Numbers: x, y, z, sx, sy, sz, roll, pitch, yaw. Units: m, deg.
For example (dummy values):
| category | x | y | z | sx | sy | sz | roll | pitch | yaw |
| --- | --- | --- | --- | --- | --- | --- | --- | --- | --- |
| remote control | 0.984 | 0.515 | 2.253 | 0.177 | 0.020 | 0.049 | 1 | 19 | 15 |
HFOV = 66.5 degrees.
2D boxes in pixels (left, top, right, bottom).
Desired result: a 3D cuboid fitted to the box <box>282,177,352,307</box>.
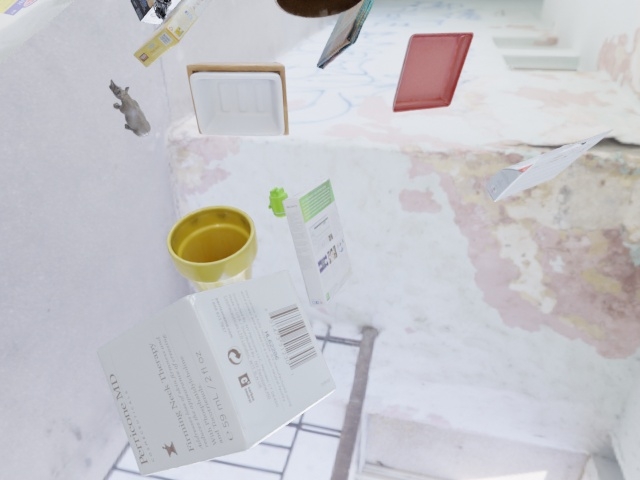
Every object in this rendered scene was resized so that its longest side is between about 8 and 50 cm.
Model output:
| category | x | y | z | sx | sy | sz | roll | pitch | yaw |
| --- | --- | --- | --- | --- | --- | --- | --- | --- | --- |
| box | 0.000 | 0.000 | 1.422 | 0.232 | 0.059 | 0.321 | -42 | 122 | -59 |

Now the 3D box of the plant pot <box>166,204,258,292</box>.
| category | x | y | z | sx | sy | sz | roll | pitch | yaw |
| --- | --- | --- | --- | --- | --- | --- | --- | --- | --- |
| plant pot | -0.306 | 0.063 | 1.472 | 0.254 | 0.254 | 0.239 | -72 | 164 | -44 |

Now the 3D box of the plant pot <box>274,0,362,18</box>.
| category | x | y | z | sx | sy | sz | roll | pitch | yaw |
| --- | --- | --- | --- | --- | --- | --- | --- | --- | --- |
| plant pot | -0.010 | -0.655 | 1.076 | 0.215 | 0.216 | 0.230 | 5 | 78 | -78 |

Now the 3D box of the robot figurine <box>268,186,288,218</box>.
| category | x | y | z | sx | sy | sz | roll | pitch | yaw |
| --- | --- | --- | --- | --- | --- | --- | --- | --- | --- |
| robot figurine | -0.140 | -0.128 | 1.701 | 0.067 | 0.101 | 0.115 | -47 | 131 | -49 |

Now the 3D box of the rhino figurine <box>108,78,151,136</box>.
| category | x | y | z | sx | sy | sz | roll | pitch | yaw |
| --- | --- | --- | --- | --- | --- | --- | --- | --- | --- |
| rhino figurine | -0.693 | -0.478 | 1.771 | 0.073 | 0.106 | 0.243 | -46 | 144 | -25 |

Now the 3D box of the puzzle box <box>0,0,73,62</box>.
| category | x | y | z | sx | sy | sz | roll | pitch | yaw |
| --- | --- | --- | --- | --- | --- | --- | --- | --- | --- |
| puzzle box | -0.813 | -0.559 | 1.197 | 0.052 | 0.409 | 0.272 | 64 | 21 | -4 |

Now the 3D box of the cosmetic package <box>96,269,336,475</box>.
| category | x | y | z | sx | sy | sz | roll | pitch | yaw |
| --- | --- | --- | --- | --- | --- | --- | --- | --- | --- |
| cosmetic package | -0.248 | 0.308 | 1.172 | 0.327 | 0.394 | 0.329 | -13 | 76 | -55 |

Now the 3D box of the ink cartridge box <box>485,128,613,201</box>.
| category | x | y | z | sx | sy | sz | roll | pitch | yaw |
| --- | --- | --- | --- | --- | --- | --- | --- | --- | --- |
| ink cartridge box | 0.512 | -0.185 | 1.120 | 0.232 | 0.189 | 0.066 | 101 | -34 | -66 |

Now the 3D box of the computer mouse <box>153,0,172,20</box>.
| category | x | y | z | sx | sy | sz | roll | pitch | yaw |
| --- | --- | --- | --- | --- | --- | --- | --- | --- | --- |
| computer mouse | -0.451 | -0.706 | 1.241 | 0.262 | 0.060 | 0.184 | 60 | 8 | -33 |

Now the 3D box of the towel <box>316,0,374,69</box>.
| category | x | y | z | sx | sy | sz | roll | pitch | yaw |
| --- | --- | --- | --- | --- | --- | --- | --- | --- | --- |
| towel | 0.113 | -0.665 | 1.341 | 0.370 | 0.040 | 0.271 | -65 | -163 | -3 |

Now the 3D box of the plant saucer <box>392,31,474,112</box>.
| category | x | y | z | sx | sy | sz | roll | pitch | yaw |
| --- | --- | --- | --- | --- | --- | --- | --- | --- | --- |
| plant saucer | 0.357 | -0.559 | 1.610 | 0.047 | 0.259 | 0.259 | 52 | -36 | 40 |

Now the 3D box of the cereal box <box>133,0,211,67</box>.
| category | x | y | z | sx | sy | sz | roll | pitch | yaw |
| --- | --- | --- | --- | --- | --- | --- | --- | --- | --- |
| cereal box | -0.339 | -0.539 | 1.184 | 0.047 | 0.173 | 0.240 | 43 | 59 | -31 |

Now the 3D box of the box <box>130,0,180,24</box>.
| category | x | y | z | sx | sy | sz | roll | pitch | yaw |
| --- | --- | --- | --- | --- | --- | --- | --- | --- | --- |
| box | -0.485 | -0.851 | 1.647 | 0.169 | 0.290 | 0.087 | -24 | 89 | -53 |

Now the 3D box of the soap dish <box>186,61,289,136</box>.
| category | x | y | z | sx | sy | sz | roll | pitch | yaw |
| --- | --- | --- | --- | --- | --- | --- | --- | --- | --- |
| soap dish | -0.244 | -0.438 | 1.502 | 0.118 | 0.291 | 0.228 | -86 | 176 | -47 |
